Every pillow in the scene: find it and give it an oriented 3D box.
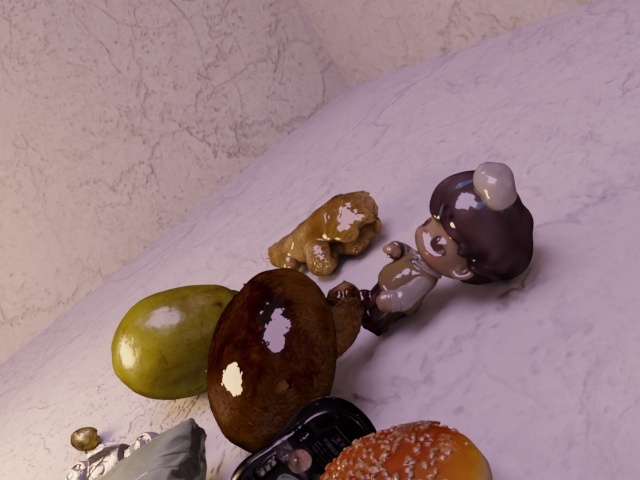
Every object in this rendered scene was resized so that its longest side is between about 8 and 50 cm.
[{"bbox_3d":[-0.307,0.463,0.933,0.283,0.138,0.310,-36,23,9],"label":"pillow"}]

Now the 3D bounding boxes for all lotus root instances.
[{"bbox_3d":[-0.572,0.479,1.423,0.099,0.054,0.049,-18,4,34],"label":"lotus root"}]

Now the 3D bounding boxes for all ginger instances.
[{"bbox_3d":[0.006,0.021,1.560,0.375,0.166,0.236,-48,46,36],"label":"ginger"}]

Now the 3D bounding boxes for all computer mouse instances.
[{"bbox_3d":[-0.023,0.324,0.832,0.233,0.137,0.096,-38,1,-6],"label":"computer mouse"}]

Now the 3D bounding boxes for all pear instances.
[{"bbox_3d":[-0.313,0.223,1.331,0.307,0.253,0.253,-26,19,-6],"label":"pear"}]

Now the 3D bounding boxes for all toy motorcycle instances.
[{"bbox_3d":[-0.410,0.463,1.177,0.254,0.112,0.112,-27,21,20],"label":"toy motorcycle"}]

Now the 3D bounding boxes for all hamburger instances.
[{"bbox_3d":[0.093,0.303,0.674,0.236,0.147,0.237,-27,20,10],"label":"hamburger"}]

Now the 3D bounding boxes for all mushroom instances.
[{"bbox_3d":[-0.090,0.204,1.038,0.345,0.239,0.345,-60,-3,-4],"label":"mushroom"}]

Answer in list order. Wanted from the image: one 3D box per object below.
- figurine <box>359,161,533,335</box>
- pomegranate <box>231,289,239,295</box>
[{"bbox_3d":[0.206,0.012,1.078,0.364,0.206,0.218,-28,9,19],"label":"figurine"},{"bbox_3d":[-0.220,0.192,1.481,0.122,0.122,0.161,-41,56,-20],"label":"pomegranate"}]
